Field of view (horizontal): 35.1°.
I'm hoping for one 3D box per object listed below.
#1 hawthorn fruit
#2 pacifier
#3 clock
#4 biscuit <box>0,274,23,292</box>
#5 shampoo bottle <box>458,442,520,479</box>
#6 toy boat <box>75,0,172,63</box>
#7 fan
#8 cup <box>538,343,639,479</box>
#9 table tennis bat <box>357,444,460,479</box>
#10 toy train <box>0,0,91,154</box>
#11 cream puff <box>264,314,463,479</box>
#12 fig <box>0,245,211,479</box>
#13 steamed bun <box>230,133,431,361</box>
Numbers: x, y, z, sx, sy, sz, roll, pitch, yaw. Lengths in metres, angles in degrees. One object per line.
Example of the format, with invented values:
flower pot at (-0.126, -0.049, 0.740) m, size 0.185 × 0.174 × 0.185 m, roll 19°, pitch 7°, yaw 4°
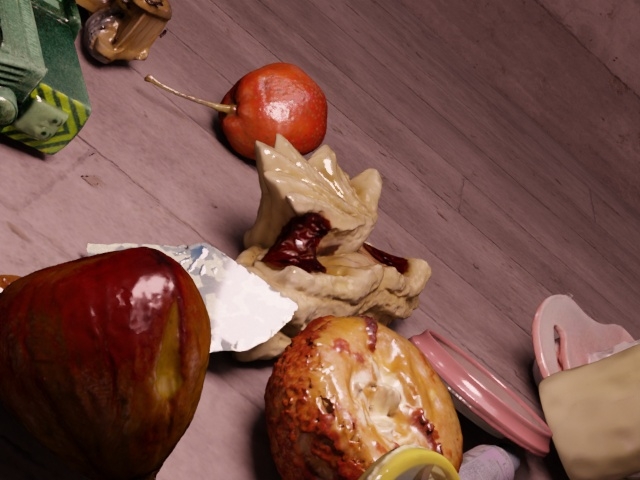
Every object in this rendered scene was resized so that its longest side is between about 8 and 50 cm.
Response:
hawthorn fruit at (-0.121, -0.200, 1.517) m, size 0.285 × 0.165 × 0.165 m, roll 5°, pitch 43°, yaw -40°
pacifier at (0.477, 0.210, 1.658) m, size 0.332 × 0.273 × 0.220 m, roll 27°, pitch 12°, yaw -31°
clock at (0.215, 0.212, 1.391) m, size 0.244 × 0.056 × 0.244 m, roll 39°, pitch 4°, yaw -4°
biscuit at (-0.234, 0.101, 0.952) m, size 0.236 × 0.039 × 0.180 m, roll 19°, pitch 38°, yaw -42°
shampoo bottle at (0.185, 0.294, 1.239) m, size 0.072 × 0.072 × 0.214 m, roll 51°, pitch 27°, yaw 19°
toy boat at (-0.347, -0.420, 1.556) m, size 0.162 × 0.136 × 0.445 m, roll 28°, pitch 23°, yaw -39°
fan at (-0.144, 0.058, 1.096) m, size 0.240 × 0.009 × 0.131 m, roll 17°, pitch 59°, yaw -5°
cup at (0.453, 0.286, 1.458) m, size 0.255 × 0.202 × 0.173 m, roll 67°, pitch 16°, yaw -7°
table tennis bat at (0.108, 0.319, 0.974) m, size 0.054 × 0.224 × 0.368 m, roll 8°, pitch -12°, yaw 37°
toy train at (-0.366, -0.234, 1.198) m, size 0.178 × 0.138 × 0.330 m, roll 26°, pitch 29°, yaw -42°
cream puff at (0.039, 0.195, 1.067) m, size 0.240 × 0.164 × 0.240 m, roll 22°, pitch 44°, yaw -23°
fig at (-0.143, 0.133, 0.831) m, size 0.290 × 0.190 × 0.190 m, roll 53°, pitch 25°, yaw 6°
steamed bun at (0.000, 0.000, 1.318) m, size 0.247 × 0.189 × 0.428 m, roll 45°, pitch 23°, yaw 23°
